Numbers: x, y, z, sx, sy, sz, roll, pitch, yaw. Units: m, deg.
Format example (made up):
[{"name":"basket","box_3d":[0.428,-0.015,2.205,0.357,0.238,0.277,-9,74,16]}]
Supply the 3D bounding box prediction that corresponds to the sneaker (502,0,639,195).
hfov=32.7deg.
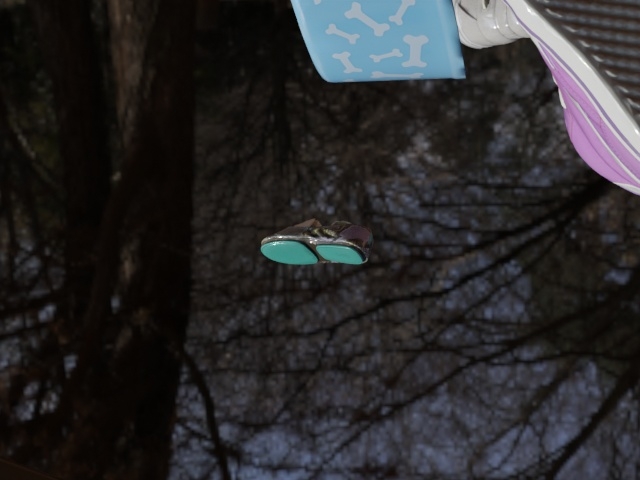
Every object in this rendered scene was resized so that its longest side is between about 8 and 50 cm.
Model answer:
[{"name":"sneaker","box_3d":[0.174,-0.149,0.759,0.102,0.282,0.161,-28,175,-3]}]

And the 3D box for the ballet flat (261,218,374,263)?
[{"name":"ballet flat","box_3d":[0.000,0.000,0.944,0.114,0.041,0.041,1,-166,39]}]

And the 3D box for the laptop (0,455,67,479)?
[{"name":"laptop","box_3d":[-0.336,0.454,1.144,0.382,0.408,0.236,23,164,-10]}]

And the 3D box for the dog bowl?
[{"name":"dog bowl","box_3d":[0.005,-0.216,0.555,0.074,0.297,0.166,-14,170,7]}]

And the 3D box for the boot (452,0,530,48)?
[{"name":"boot","box_3d":[0.217,-0.301,1.030,0.095,0.258,0.123,24,176,-28]}]
